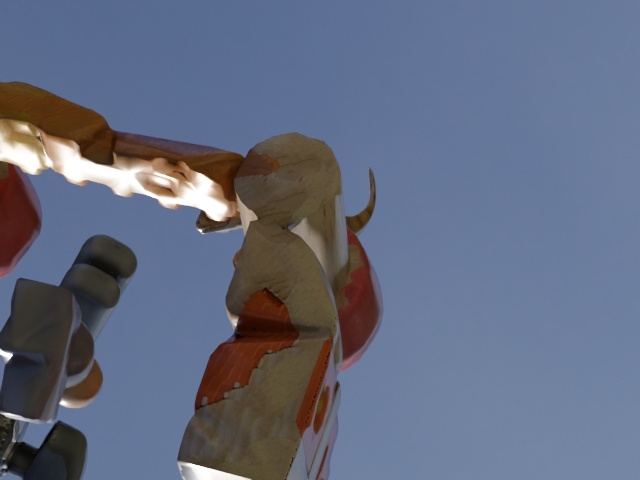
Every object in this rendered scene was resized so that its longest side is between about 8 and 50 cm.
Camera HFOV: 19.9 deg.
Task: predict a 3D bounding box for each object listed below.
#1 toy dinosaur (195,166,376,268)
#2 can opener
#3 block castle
[{"bbox_3d":[0.000,0.000,1.304,0.211,0.064,0.112,0,-90,-54],"label":"toy dinosaur"},{"bbox_3d":[-0.202,0.110,1.436,0.093,0.280,0.074,25,-140,-4],"label":"can opener"},{"bbox_3d":[-0.157,0.148,0.924,0.213,0.303,0.453,82,-156,-61],"label":"block castle"}]
